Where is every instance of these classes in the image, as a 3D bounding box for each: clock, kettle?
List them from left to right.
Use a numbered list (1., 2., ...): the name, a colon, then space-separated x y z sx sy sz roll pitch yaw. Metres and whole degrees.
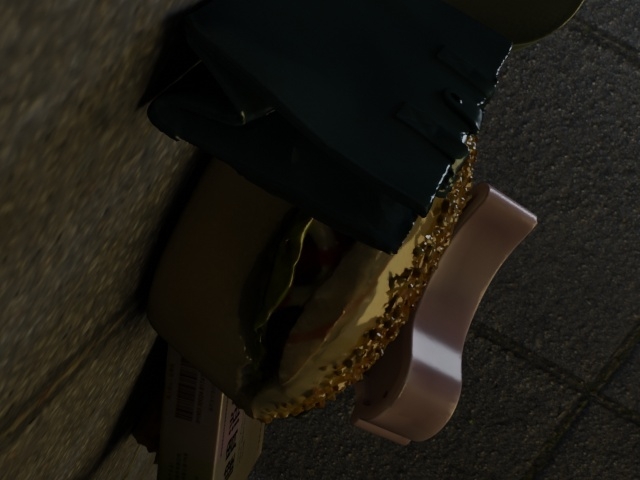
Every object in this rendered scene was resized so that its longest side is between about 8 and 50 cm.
1. clock: 0.127 0.064 1.105 0.290 0.080 0.275 -50 -154 27
2. kettle: 0.225 -0.356 1.323 0.318 0.265 0.205 -59 149 -76

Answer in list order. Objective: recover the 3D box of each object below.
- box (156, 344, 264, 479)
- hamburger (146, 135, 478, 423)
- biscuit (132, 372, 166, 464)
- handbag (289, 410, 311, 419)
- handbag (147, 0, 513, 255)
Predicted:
1. box: -0.099 0.149 0.974 0.175 0.062 0.260 -55 157 -64
2. hamburger: -0.002 -0.003 0.736 0.302 0.170 0.302 -59 178 -3
3. biscuit: -0.138 0.156 1.210 0.094 0.054 0.378 -61 177 18
4. handbag: 0.006 0.034 1.546 0.416 0.180 0.316 -62 -171 14
5. handbag: 0.020 -0.088 0.508 0.057 0.144 0.221 -59 179 34
